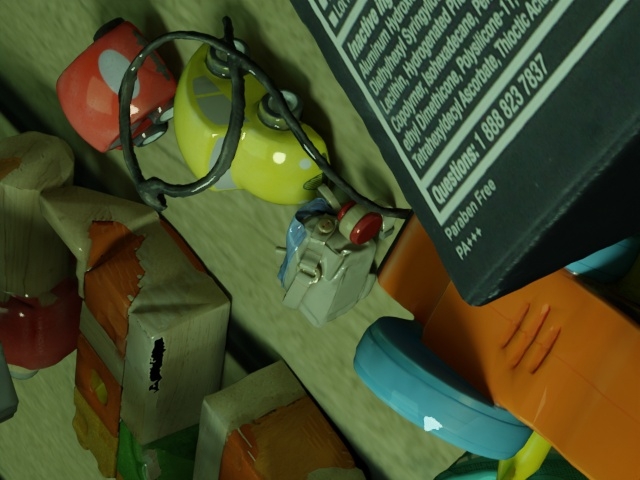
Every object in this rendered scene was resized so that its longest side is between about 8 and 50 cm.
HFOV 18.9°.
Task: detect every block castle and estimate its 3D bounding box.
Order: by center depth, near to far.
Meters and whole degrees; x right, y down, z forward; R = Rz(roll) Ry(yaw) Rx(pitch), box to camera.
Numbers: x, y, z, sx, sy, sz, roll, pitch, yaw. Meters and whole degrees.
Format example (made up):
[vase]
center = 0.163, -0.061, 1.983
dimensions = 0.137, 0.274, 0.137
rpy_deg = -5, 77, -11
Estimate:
[block castle]
center = -0.173, 0.171, 1.103
dimensions = 0.453, 0.303, 0.213
rpy_deg = 50, 148, 32

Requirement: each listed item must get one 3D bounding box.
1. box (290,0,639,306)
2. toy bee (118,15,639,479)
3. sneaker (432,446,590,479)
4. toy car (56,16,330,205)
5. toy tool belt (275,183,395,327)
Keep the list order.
[box]
center = 0.087, -0.192, 0.517
dimensions = 0.294, 0.183, 0.296
rpy_deg = 59, 149, 14
[toy bee]
center = 0.086, 0.012, 0.723
dimensions = 0.195, 0.162, 0.298
rpy_deg = -42, 63, 23
[sneaker]
center = 0.144, 0.142, 0.733
dimensions = 0.275, 0.110, 0.107
rpy_deg = 24, 129, 52
[toy car]
center = -0.104, -0.123, 0.995
dimensions = 0.239, 0.053, 0.225
rpy_deg = 20, 138, 54
[toy tool belt]
center = 0.000, 0.000, 0.946
dimensions = 0.051, 0.052, 0.083
rpy_deg = 45, 144, 22
